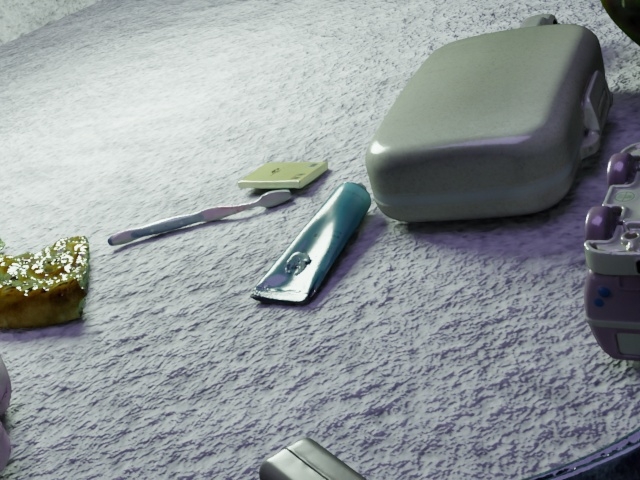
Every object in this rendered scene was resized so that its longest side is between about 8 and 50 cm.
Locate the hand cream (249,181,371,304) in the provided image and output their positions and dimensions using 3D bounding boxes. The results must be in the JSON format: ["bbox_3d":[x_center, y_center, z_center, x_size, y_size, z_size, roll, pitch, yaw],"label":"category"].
[{"bbox_3d":[0.000,0.000,1.217,0.083,0.048,0.224,3,39,32],"label":"hand cream"}]

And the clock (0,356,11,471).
[{"bbox_3d":[-0.475,0.200,1.065,0.296,0.113,0.322,-28,30,-18],"label":"clock"}]

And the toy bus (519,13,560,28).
[{"bbox_3d":[0.327,-0.297,1.514,0.060,0.075,0.123,-4,31,27],"label":"toy bus"}]

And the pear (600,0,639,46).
[{"bbox_3d":[0.476,-0.318,1.236,0.165,0.399,0.399,-55,32,0],"label":"pear"}]

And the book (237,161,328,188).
[{"bbox_3d":[-0.053,-0.093,1.435,0.111,0.014,0.077,2,26,34],"label":"book"}]

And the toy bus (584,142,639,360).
[{"bbox_3d":[0.319,0.004,0.892,0.142,0.142,0.202,-1,33,31],"label":"toy bus"}]

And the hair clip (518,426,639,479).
[{"bbox_3d":[0.223,0.162,0.769,0.275,0.048,0.083,-22,32,-5],"label":"hair clip"}]

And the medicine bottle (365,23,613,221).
[{"bbox_3d":[0.218,-0.159,1.277,0.282,0.123,0.375,-2,31,26],"label":"medicine bottle"}]

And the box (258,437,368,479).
[{"bbox_3d":[0.045,0.229,0.691,0.055,0.103,0.244,-25,27,-26],"label":"box"}]

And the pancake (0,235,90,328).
[{"bbox_3d":[-0.405,0.040,1.377,0.377,0.054,0.197,14,41,45],"label":"pancake"}]

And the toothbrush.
[{"bbox_3d":[-0.169,-0.032,1.395,0.269,0.021,0.027,-14,9,7],"label":"toothbrush"}]
